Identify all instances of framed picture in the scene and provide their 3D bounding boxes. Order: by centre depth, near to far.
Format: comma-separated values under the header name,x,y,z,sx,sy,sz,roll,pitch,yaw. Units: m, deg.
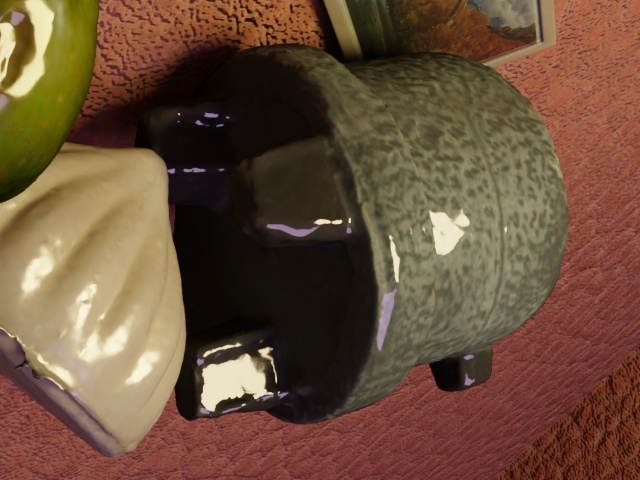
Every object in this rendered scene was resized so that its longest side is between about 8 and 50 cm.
name,x,y,z,sx,sy,sz,roll,pitch,yaw
framed picture,0.096,-0.192,1.011,0.184,0.016,0.250,-19,155,3

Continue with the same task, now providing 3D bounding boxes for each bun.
name,x,y,z,sx,sy,sz,roll,pitch,yaw
bun,-0.174,0.004,0.853,0.175,0.263,0.263,-48,159,-17

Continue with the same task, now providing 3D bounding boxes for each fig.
name,x,y,z,sx,sy,sz,roll,pitch,yaw
fig,-0.214,-0.114,0.691,0.206,0.206,0.275,-33,-172,-1

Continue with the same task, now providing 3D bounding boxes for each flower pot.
name,x,y,z,sx,sy,sz,roll,pitch,yaw
flower pot,0.000,0.000,0.982,0.282,0.299,0.299,-12,147,-37
